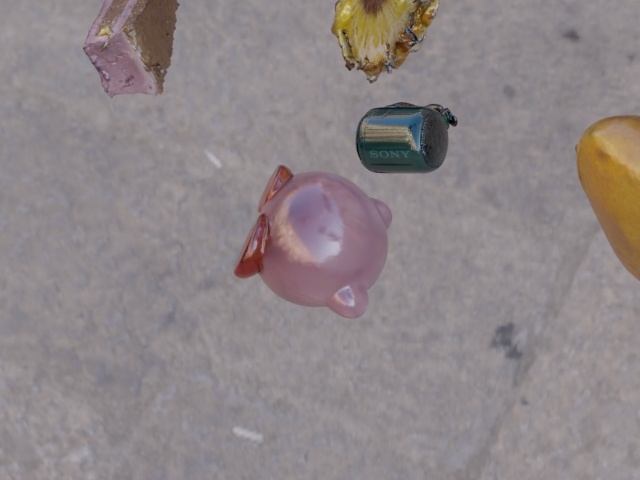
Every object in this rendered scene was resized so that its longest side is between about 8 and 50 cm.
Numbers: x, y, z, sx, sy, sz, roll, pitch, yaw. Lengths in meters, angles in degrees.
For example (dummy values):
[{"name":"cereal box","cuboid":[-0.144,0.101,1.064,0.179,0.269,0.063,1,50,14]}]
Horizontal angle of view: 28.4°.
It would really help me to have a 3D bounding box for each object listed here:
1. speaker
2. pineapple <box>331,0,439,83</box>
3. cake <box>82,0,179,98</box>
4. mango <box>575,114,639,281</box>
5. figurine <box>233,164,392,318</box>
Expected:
[{"name":"speaker","cuboid":[0.080,-0.102,1.140,0.075,0.060,0.094,3,49,33]},{"name":"pineapple","cuboid":[0.072,-0.269,1.336,0.047,0.221,0.221,3,50,-27]},{"name":"cake","cuboid":[-0.293,-0.364,1.993,0.116,0.112,0.295,-11,51,19]},{"name":"mango","cuboid":[0.279,-0.021,1.000,0.109,0.227,0.147,-57,27,-7]},{"name":"figurine","cuboid":[0.000,0.000,1.532,0.173,0.173,0.173,-2,55,3]}]
